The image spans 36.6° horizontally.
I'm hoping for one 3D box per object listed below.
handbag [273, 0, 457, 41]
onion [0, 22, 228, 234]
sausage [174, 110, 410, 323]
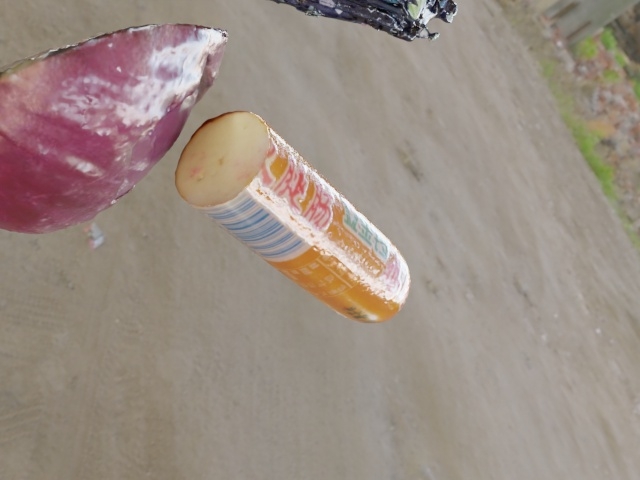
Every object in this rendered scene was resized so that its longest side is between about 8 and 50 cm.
[{"bbox_3d":[0.027,-0.297,0.952,0.260,0.162,0.113,12,16,-17],"label":"handbag"},{"bbox_3d":[-0.172,-0.074,0.726,0.250,0.247,0.111,-23,94,-76],"label":"onion"},{"bbox_3d":[0.000,0.000,0.873,0.312,0.093,0.093,40,27,-48],"label":"sausage"}]
